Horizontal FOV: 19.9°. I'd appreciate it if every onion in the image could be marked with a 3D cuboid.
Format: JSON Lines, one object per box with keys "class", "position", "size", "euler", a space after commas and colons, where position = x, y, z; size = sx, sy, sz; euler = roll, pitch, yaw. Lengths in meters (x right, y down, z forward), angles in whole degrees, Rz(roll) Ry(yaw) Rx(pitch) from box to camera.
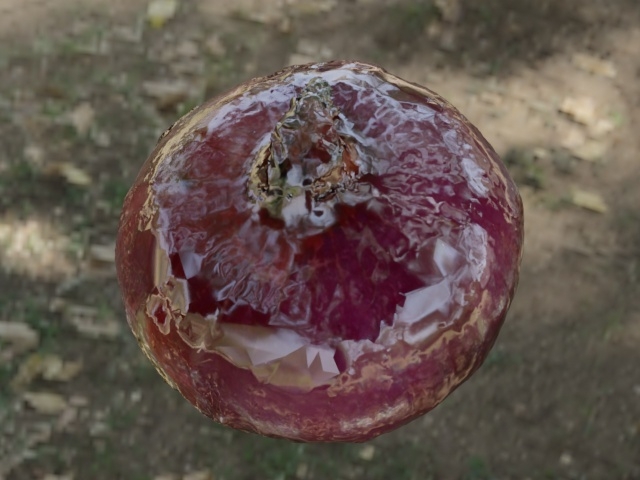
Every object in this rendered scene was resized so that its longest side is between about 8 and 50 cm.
{"class": "onion", "position": [0.000, 0.000, 0.470], "size": [0.107, 0.097, 0.107], "euler": [-6, 50, 7]}
